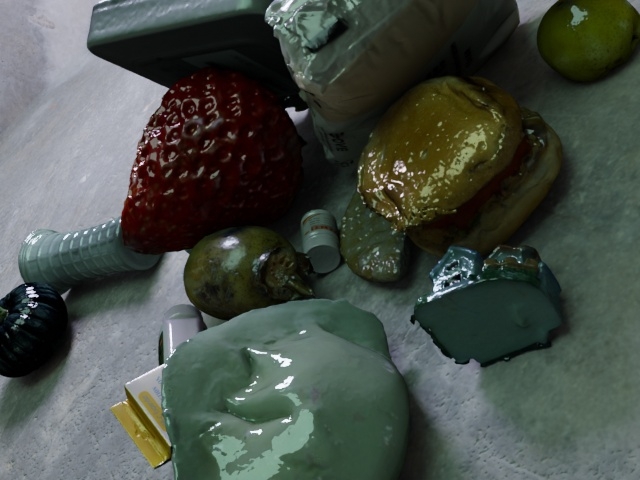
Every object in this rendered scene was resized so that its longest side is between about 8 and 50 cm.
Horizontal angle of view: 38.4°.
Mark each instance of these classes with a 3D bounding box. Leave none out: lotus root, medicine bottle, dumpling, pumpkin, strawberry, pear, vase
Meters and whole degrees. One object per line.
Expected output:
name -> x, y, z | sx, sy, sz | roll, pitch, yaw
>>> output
lotus root -> -0.105, 0.047, 1.343 | 0.278, 0.154, 0.154 | 0, 53, 58
medicine bottle -> 0.000, 0.000, 1.367 | 0.057, 0.057, 0.089 | -33, 33, 20
medicine bottle -> -0.196, 0.181, 1.336 | 0.078, 0.115, 0.219 | -5, 34, -8
dumpling -> -0.033, 0.229, 1.025 | 0.269, 0.212, 0.321 | -3, 23, -1
pumpkin -> -0.567, 0.172, 1.762 | 0.194, 0.150, 0.194 | -20, 67, 61
strawberry -> -0.161, -0.111, 1.486 | 0.291, 0.291, 0.310 | -5, 70, 46
pear -> 0.357, -0.289, 1.241 | 0.141, 0.104, 0.141 | -26, 39, 23
vase -> -0.443, 0.022, 1.793 | 0.298, 0.143, 0.143 | -12, 45, 37

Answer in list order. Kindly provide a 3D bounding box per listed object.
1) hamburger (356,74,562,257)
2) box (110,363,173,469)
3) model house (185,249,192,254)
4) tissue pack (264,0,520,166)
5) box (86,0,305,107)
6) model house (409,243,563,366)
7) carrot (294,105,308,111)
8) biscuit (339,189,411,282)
hamburger -> 0.178, -0.091, 1.172 | 0.244, 0.163, 0.244 | -28, 44, 30
box -> -0.138, 0.189, 1.195 | 0.247, 0.033, 0.129 | -27, 47, -26
model house -> -0.209, -0.013, 1.636 | 0.078, 0.066, 0.083 | 30, 96, 47
tissue pack -> 0.112, -0.293, 1.295 | 0.390, 0.375, 0.195 | -42, 69, 3
box -> -0.122, -0.313, 1.514 | 0.396, 0.396, 0.111 | -3, 78, 35
model house -> 0.192, 0.047, 1.048 | 0.148, 0.119, 0.149 | -28, 28, 27
carrot -> 0.015, -0.385, 1.783 | 0.074, 0.074, 0.359 | -8, 50, 45
biscuit -> 0.086, -0.036, 1.325 | 0.141, 0.038, 0.290 | -22, 37, 35
